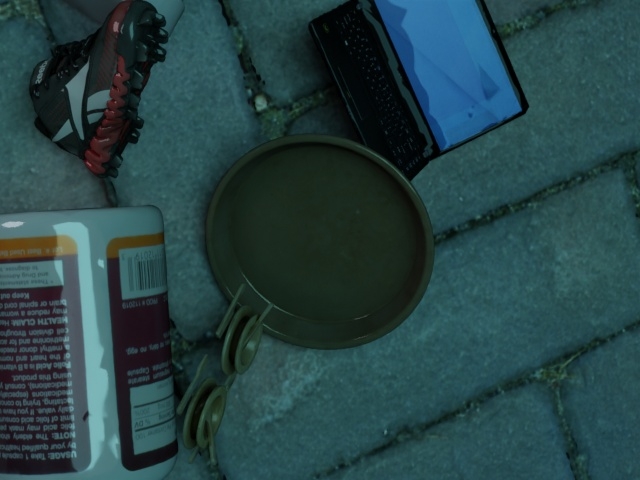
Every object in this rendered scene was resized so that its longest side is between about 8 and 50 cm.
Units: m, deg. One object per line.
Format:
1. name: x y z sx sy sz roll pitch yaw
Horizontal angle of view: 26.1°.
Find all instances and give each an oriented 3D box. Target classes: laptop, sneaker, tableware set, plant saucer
1. laptop: 0.129 -0.210 1.708 0.136 0.264 0.234 -21 100 26
2. sneaker: -0.253 -0.178 1.524 0.135 0.276 0.097 27 56 -4
3. tableware set: -0.106 0.162 1.609 0.039 0.128 0.194 16 55 15
4. plant saucer: 0.000 0.000 1.651 0.278 0.041 0.278 4 113 10

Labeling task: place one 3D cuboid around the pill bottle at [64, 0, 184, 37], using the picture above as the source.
1. pill bottle: -0.171 -0.424 1.560 0.210 0.210 0.363 28 83 -18

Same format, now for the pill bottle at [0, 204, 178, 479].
1. pill bottle: -0.273 0.161 1.528 0.224 0.224 0.392 -4 92 -20
